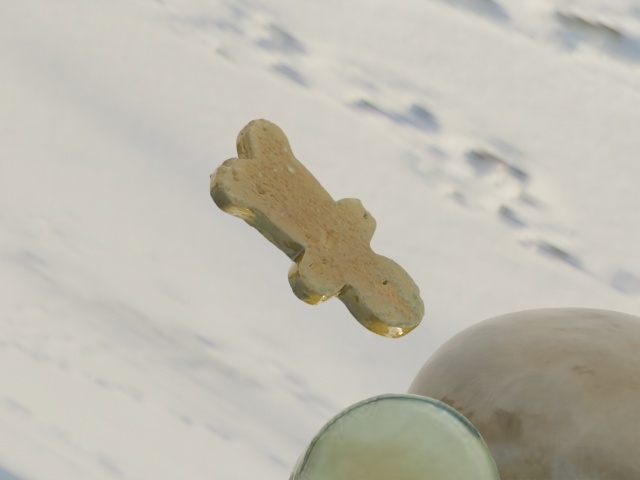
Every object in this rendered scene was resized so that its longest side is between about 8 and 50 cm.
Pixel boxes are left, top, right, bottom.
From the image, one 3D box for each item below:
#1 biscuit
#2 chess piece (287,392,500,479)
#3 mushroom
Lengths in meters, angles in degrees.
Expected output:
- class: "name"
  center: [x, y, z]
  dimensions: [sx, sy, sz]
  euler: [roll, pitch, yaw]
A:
- class: "biscuit"
  center: [0.000, 0.000, 1.610]
  dimensions: [0.234, 0.153, 0.030]
  euler: [42, 129, -8]
- class: "chess piece"
  center: [0.032, 0.254, 1.619]
  dimensions: [0.182, 0.182, 0.330]
  euler: [31, 160, -2]
- class: "mushroom"
  center: [0.263, 0.229, 1.896]
  dimensions: [0.362, 0.294, 0.362]
  euler: [-1, -162, 0]
